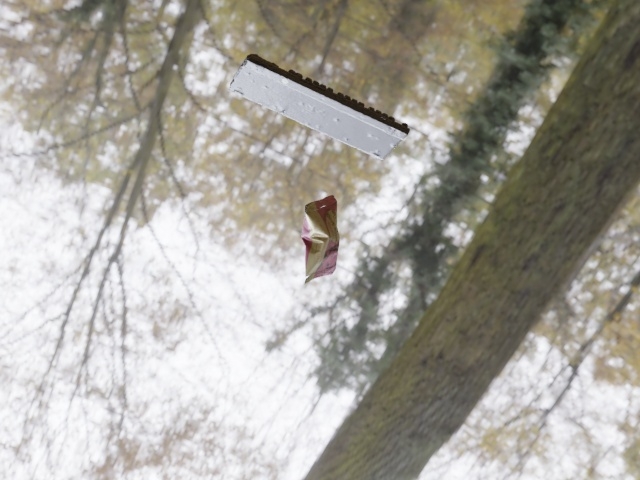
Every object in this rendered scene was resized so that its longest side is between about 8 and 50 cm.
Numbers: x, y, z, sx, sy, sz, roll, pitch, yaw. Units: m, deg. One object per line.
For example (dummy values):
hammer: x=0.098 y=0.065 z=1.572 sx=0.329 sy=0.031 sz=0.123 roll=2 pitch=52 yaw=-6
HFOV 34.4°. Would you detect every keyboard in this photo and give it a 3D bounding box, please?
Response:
keyboard: x=-0.001 y=-0.141 z=1.099 sx=0.196 sy=0.060 sz=0.018 roll=23 pitch=-129 yaw=-19

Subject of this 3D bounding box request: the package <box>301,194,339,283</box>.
package: x=0.000 y=0.000 z=1.020 sx=0.029 sy=0.083 sz=0.059 roll=9 pitch=-166 yaw=29
